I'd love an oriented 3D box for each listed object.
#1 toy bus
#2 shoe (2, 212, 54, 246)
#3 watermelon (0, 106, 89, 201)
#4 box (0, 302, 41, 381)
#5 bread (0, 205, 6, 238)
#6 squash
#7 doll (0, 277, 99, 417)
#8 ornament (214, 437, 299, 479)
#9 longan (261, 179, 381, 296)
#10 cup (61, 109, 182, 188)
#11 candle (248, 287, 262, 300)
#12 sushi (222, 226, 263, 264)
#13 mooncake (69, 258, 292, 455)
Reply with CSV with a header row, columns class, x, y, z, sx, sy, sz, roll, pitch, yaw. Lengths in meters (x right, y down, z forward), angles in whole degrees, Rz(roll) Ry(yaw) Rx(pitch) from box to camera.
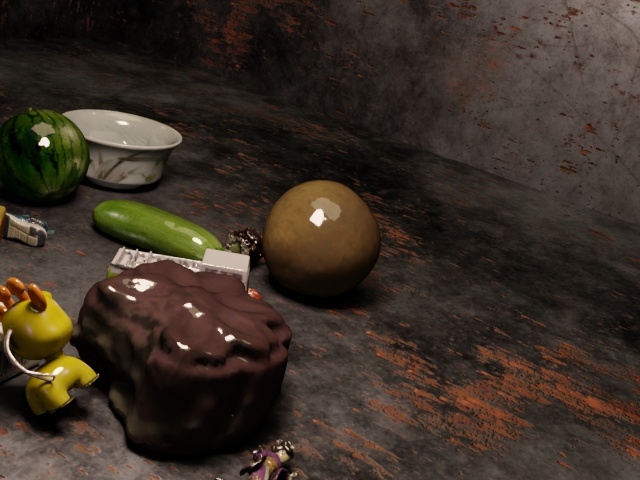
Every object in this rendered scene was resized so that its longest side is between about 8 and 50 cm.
class,x,y,z,sx,sy,sz,roll,pitch,yaw
toy bus,-0.297,0.088,1.722,0.301,0.139,0.113,9,20,-5
shoe,-0.697,-0.035,1.903,0.143,0.064,0.071,17,23,2
watermelon,-0.720,-0.220,2.108,0.242,0.242,0.242,11,22,-5
box,-0.654,0.186,1.346,0.210,0.095,0.330,22,25,22
bread,-0.727,-0.023,1.817,0.035,0.090,0.094,12,20,-17
squash,-0.391,-0.020,1.987,0.395,0.107,0.107,20,23,16
doll,-0.461,0.163,1.327,0.143,0.221,0.135,-19,12,38
ornament,-0.079,0.361,1.251,0.081,0.088,0.203,23,22,20
longan,0.001,-0.002,1.954,0.297,0.297,0.297,11,22,-5
cup,-0.583,-0.251,2.359,0.347,0.163,0.347,12,20,-4
candle,-0.291,0.101,1.825,0.329,0.048,0.051,12,35,-5
sushi,-0.192,0.023,2.033,0.094,0.098,0.084,40,33,14
mooncake,-0.235,0.185,1.453,0.381,0.212,0.350,29,20,31
